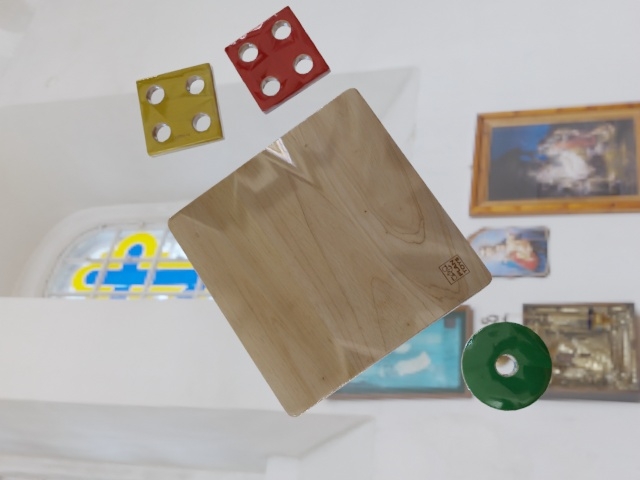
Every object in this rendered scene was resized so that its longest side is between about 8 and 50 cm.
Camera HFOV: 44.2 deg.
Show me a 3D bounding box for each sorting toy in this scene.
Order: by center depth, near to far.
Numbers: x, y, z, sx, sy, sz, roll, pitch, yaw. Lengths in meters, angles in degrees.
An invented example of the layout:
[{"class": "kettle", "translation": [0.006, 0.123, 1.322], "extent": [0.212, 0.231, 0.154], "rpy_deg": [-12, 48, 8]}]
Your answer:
[{"class": "sorting toy", "translation": [0.000, 0.000, 0.451], "extent": [0.275, 0.132, 0.046], "rpy_deg": [55, -176, 11]}]
